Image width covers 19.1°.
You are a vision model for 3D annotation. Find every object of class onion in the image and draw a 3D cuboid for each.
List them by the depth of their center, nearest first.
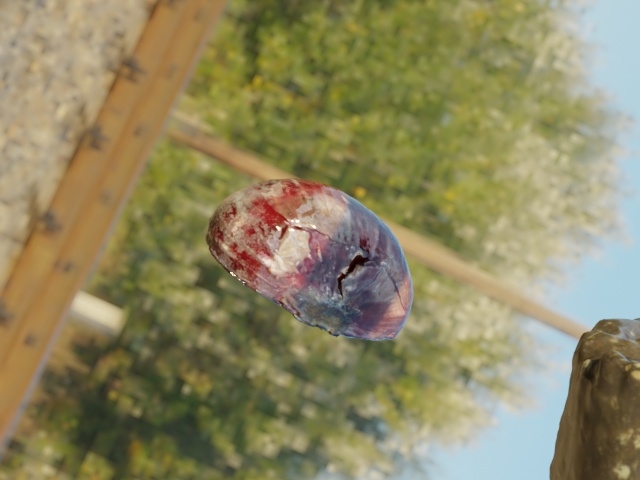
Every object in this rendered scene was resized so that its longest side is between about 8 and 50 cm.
[{"bbox_3d":[0.000,0.000,1.697,0.098,0.206,0.151,-53,-146,22],"label":"onion"}]

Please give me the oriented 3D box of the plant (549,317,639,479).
[{"bbox_3d":[0.182,0.140,0.973,0.129,0.132,0.195,-94,-174,-71],"label":"plant"}]
